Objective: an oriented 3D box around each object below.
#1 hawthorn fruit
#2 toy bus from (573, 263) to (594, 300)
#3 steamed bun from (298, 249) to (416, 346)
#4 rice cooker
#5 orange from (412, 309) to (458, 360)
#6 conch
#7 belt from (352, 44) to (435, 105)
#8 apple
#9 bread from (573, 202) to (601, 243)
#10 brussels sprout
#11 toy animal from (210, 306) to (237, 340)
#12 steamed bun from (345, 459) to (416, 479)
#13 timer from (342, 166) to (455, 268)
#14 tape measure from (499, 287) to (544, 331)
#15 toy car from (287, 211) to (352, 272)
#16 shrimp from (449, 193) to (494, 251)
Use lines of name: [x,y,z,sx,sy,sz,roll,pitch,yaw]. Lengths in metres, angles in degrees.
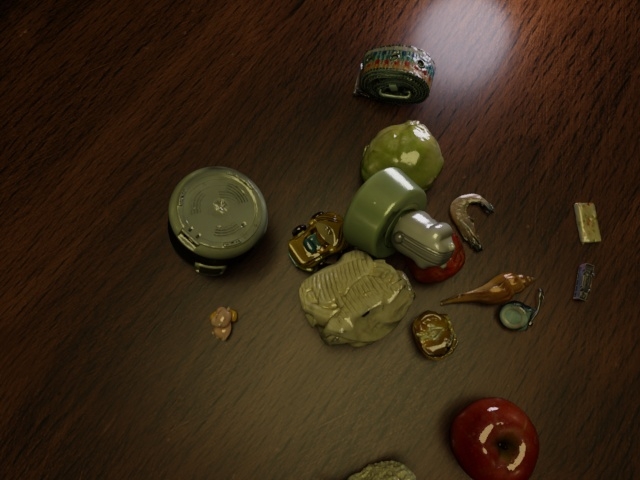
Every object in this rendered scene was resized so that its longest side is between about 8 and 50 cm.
hawthorn fruit: [0.399,0.044,1.607,0.208,0.243,0.207,1,79,-5]
toy bus: [0.918,0.147,1.662,0.037,0.052,0.130,16,78,1]
steamed bun: [0.134,0.221,1.575,0.394,0.237,0.346,-1,50,33]
rice cooker: [-0.353,-0.058,1.621,0.335,0.325,0.334,5,74,-17]
orange: [0.381,0.323,1.603,0.160,0.112,0.170,31,54,20]
conch: [0.582,0.186,1.645,0.331,0.109,0.093,-23,106,10]
belt: [0.278,-0.617,1.807,0.295,0.207,0.160,12,74,7]
apple: [0.532,0.620,1.463,0.261,0.216,0.260,0,75,0]
bread: [0.969,-0.063,1.730,0.068,0.028,0.153,-2,77,-1]
brussels sprout: [0.301,-0.282,1.712,0.317,0.242,0.274,-41,53,-14]
toy animal: [-0.349,0.281,1.650,0.091,0.082,0.114,19,77,8]
steamed bun: [0.181,0.798,1.400,0.272,0.290,0.273,-31,94,-12]
timer: [0.276,-0.032,1.483,0.315,0.290,0.291,38,79,29]
tape measure: [0.701,0.235,1.656,0.107,0.104,0.180,22,38,33]
toy car: [0.000,0.000,1.683,0.248,0.142,0.200,-36,78,-6]
shrimp: [0.567,-0.069,1.735,0.152,0.046,0.219,-21,75,0]
